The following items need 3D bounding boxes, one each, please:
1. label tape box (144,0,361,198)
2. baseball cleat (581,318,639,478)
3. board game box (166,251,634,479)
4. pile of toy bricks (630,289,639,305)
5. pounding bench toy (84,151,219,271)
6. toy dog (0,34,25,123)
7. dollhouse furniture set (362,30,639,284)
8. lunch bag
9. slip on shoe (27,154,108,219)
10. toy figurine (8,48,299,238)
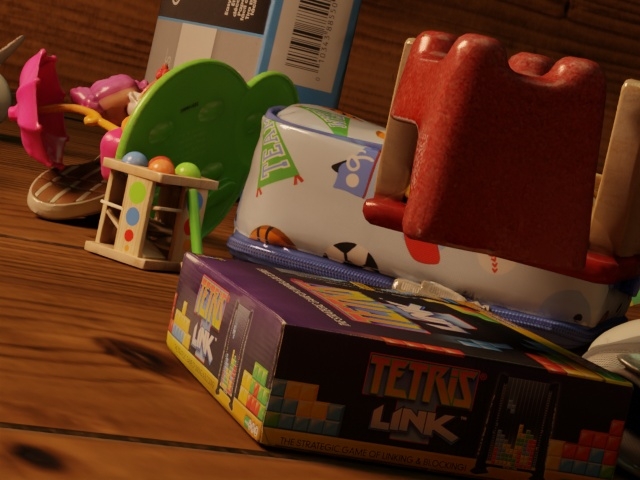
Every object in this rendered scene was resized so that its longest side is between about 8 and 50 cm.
[{"bbox_3d":[-0.111,-0.185,1.832,0.115,0.249,0.348,9,6,-36],"label":"label tape box"},{"bbox_3d":[0.196,0.086,0.702,0.206,0.072,0.109,10,17,27],"label":"baseball cleat"},{"bbox_3d":[0.024,0.049,0.699,0.141,0.048,0.170,12,5,-18],"label":"board game box"},{"bbox_3d":[0.274,0.029,1.342,0.105,0.118,0.212,-20,1,24],"label":"pile of toy bricks"},{"bbox_3d":[-0.089,-0.015,1.037,0.083,0.065,0.052,17,6,38],"label":"pounding bench toy"},{"bbox_3d":[-0.406,-0.192,1.692,0.220,0.161,0.333,12,5,-5],"label":"toy dog"},{"bbox_3d":[0.171,0.039,0.558,0.374,0.152,0.201,14,5,20],"label":"dollhouse furniture set"},{"bbox_3d":[0.088,-0.001,1.074,0.243,0.114,0.303,16,5,15],"label":"lunch bag"},{"bbox_3d":[-0.160,-0.032,1.222,0.051,0.041,0.135,23,26,15],"label":"slip on shoe"},{"bbox_3d":[-0.128,-0.086,1.166,0.159,0.130,0.173,23,36,34],"label":"toy figurine"}]
